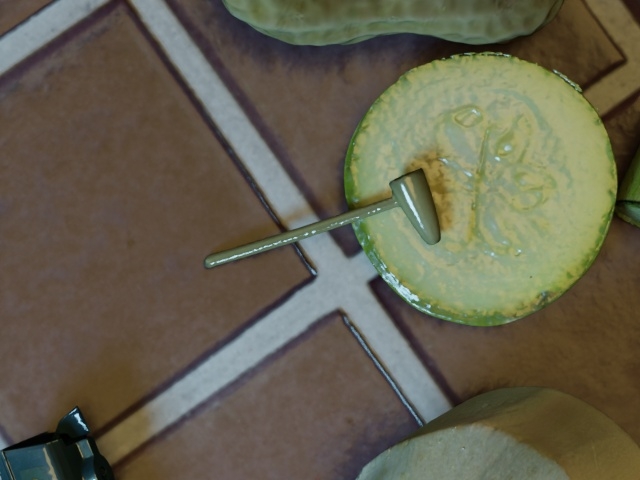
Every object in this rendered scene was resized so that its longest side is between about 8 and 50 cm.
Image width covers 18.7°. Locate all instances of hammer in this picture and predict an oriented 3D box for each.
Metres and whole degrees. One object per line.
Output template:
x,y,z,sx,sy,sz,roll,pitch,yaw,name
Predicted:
0.000,0.000,1.549,0.195,0.028,0.060,-18,96,16,hammer

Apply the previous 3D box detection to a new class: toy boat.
-0.186,0.259,1.509,0.103,0.093,0.246,-22,88,16,toy boat

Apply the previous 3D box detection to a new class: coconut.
0.143,0.221,1.474,0.241,0.241,0.241,0,86,-4,coconut

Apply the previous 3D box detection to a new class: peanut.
0.054,-0.210,1.538,0.298,0.136,0.120,2,75,-8,peanut

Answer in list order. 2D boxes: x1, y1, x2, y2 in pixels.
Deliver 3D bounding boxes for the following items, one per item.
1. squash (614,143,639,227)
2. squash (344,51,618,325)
0.305,-0.110,1.577,0.094,0.094,0.224,17,78,-2,squash
0.129,-0.042,1.547,0.219,0.041,0.219,0,90,12,squash
